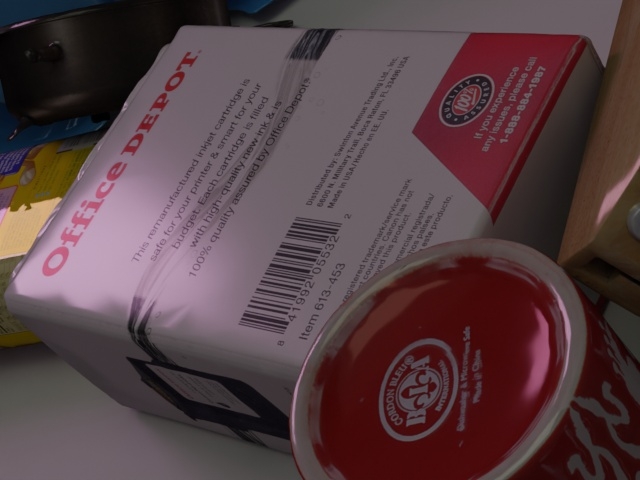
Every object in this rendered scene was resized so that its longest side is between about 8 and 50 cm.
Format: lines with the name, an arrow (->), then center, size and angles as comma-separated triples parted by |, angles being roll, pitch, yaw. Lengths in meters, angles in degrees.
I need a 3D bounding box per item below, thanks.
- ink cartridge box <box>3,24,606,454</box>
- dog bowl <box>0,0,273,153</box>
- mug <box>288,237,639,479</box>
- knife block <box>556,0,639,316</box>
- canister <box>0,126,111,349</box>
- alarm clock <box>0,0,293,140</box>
ink cartridge box -> 0.000, 0.000, 0.612 | 0.237, 0.100, 0.172 | 9, 60, 41
dog bowl -> -0.136, -0.177, 0.841 | 0.297, 0.166, 0.074 | -36, 21, 6
mug -> 0.064, 0.075, 0.439 | 0.113, 0.169, 0.150 | -39, 40, 2
knife block -> 0.180, -0.109, 0.566 | 0.276, 0.088, 0.242 | -59, 11, 9
canister -> -0.167, 0.003, 0.763 | 0.169, 0.073, 0.126 | -10, 47, 30
alarm clock -> -0.095, -0.103, 0.770 | 0.192, 0.064, 0.129 | -19, 10, -33
